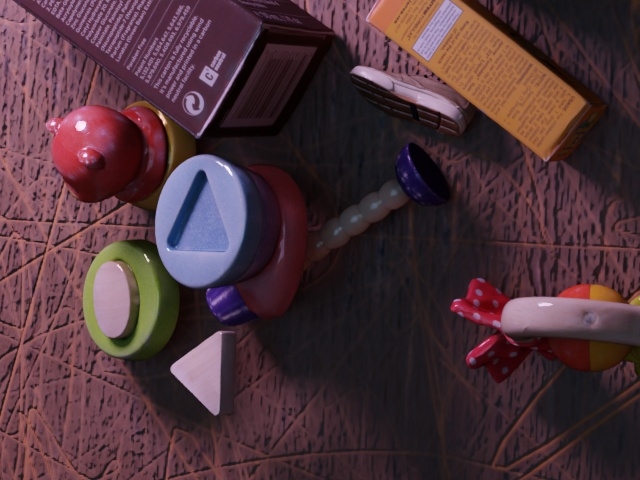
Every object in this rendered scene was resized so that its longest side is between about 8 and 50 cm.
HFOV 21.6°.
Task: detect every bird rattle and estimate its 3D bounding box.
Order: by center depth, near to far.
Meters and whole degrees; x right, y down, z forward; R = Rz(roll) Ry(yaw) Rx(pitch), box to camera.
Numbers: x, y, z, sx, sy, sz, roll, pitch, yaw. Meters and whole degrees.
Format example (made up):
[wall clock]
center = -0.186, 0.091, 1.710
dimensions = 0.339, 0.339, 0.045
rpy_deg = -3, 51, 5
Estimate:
[bird rattle]
center = 0.244, 0.075, 1.550
dimensions = 0.253, 0.207, 0.143
rpy_deg = 14, 81, 12

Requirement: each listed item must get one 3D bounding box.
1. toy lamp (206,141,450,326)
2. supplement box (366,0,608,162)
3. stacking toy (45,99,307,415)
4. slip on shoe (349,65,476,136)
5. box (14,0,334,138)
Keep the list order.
[toy lamp]
center = 0.000, 0.000, 1.706
dimensions = 0.274, 0.080, 0.080
rpy_deg = -35, 81, 20
[supplement box]
center = 0.161, -0.173, 1.623
dimensions = 0.233, 0.078, 0.080
rpy_deg = 39, 107, 16
[stacking toy]
center = -0.175, 0.013, 1.700
dimensions = 0.309, 0.130, 0.280
rpy_deg = 28, 106, 40
[slip on shoe]
center = 0.093, -0.148, 1.676
dimensions = 0.135, 0.051, 0.041
rpy_deg = 24, 63, 28
[box]
center = -0.192, -0.262, 1.707
dimensions = 0.381, 0.191, 0.143
rpy_deg = 35, 106, 16
